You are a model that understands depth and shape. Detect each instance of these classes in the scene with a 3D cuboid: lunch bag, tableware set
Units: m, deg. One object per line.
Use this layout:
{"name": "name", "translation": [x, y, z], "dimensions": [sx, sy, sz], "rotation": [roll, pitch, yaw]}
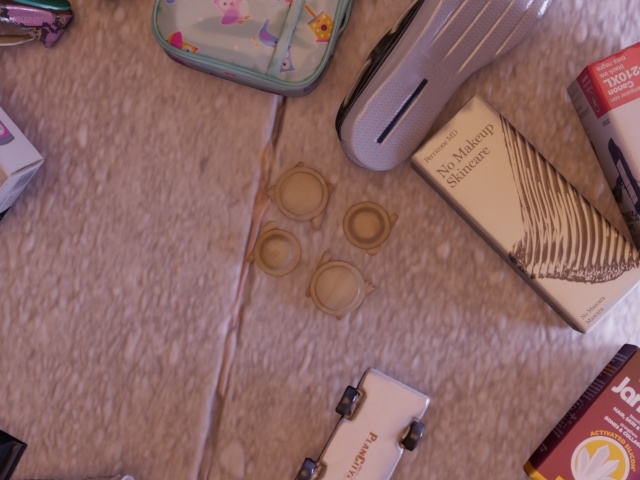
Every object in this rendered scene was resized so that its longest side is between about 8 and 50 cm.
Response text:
{"name": "lunch bag", "translation": [-0.055, -0.314, 1.385], "dimensions": [0.224, 0.108, 0.279], "rotation": [19, 90, 5]}
{"name": "tableware set", "translation": [0.000, 0.000, 1.416], "dimensions": [0.169, 0.020, 0.141], "rotation": [30, 93, 3]}

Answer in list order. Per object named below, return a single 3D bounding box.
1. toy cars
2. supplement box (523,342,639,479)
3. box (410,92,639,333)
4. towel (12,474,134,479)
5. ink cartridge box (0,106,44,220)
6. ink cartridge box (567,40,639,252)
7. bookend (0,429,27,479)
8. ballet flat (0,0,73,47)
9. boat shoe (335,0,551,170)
{"name": "toy cars", "translation": [0.067, 0.343, 1.372], "dimensions": [0.177, 0.087, 0.393], "rotation": [-12, 84, -1]}
{"name": "supplement box", "translation": [0.327, 0.219, 1.354], "dimensions": [0.104, 0.081, 0.188], "rotation": [40, 91, 5]}
{"name": "box", "translation": [0.232, -0.029, 1.362], "dimensions": [0.275, 0.094, 0.113], "rotation": [44, 93, 4]}
{"name": "towel", "translation": [-0.328, 0.366, 1.304], "dimensions": [0.187, 0.282, 0.049], "rotation": [-7, 128, 27]}
{"name": "ink cartridge box", "translation": [-0.485, -0.170, 1.392], "dimensions": [0.371, 0.069, 0.176], "rotation": [48, 130, 2]}
{"name": "ink cartridge box", "translation": [0.367, -0.089, 1.315], "dimensions": [0.100, 0.172, 0.237], "rotation": [-24, 87, 4]}
{"name": "bookend", "translation": [-0.437, 0.235, 1.374], "dimensions": [0.157, 0.156, 0.072], "rotation": [28, 90, 4]}
{"name": "ballet flat", "translation": [-0.385, -0.262, 1.373], "dimensions": [0.077, 0.221, 0.079], "rotation": [43, 113, 42]}
{"name": "boat shoe", "translation": [0.127, -0.231, 1.361], "dimensions": [0.335, 0.119, 0.121], "rotation": [-46, 120, 3]}
